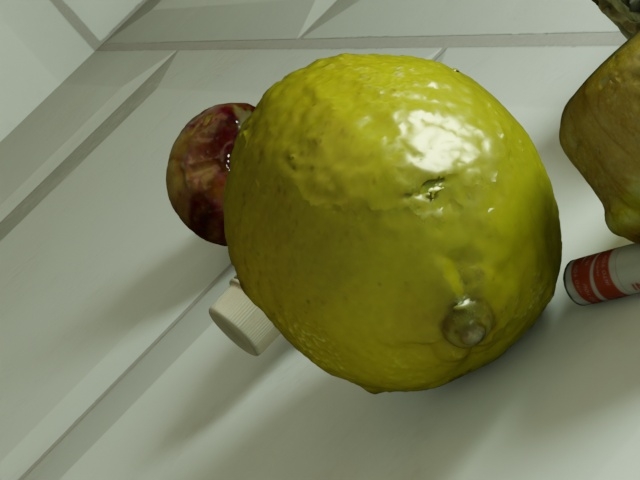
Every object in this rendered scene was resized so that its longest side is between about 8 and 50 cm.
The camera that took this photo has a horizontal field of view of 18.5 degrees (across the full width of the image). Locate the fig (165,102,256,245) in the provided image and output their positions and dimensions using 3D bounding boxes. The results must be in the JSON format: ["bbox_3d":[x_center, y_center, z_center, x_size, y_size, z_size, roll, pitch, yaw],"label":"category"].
[{"bbox_3d":[-0.117,-0.068,2.203,0.230,0.143,0.160,-7,74,58],"label":"fig"}]

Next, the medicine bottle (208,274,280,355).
[{"bbox_3d":[0.000,0.000,1.871,0.252,0.114,0.114,-47,20,-14],"label":"medicine bottle"}]

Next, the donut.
[{"bbox_3d":[0.282,-0.108,1.449,0.208,0.128,0.261,-45,-6,40],"label":"donut"}]

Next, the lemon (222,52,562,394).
[{"bbox_3d":[0.061,-0.014,1.562,0.268,0.268,0.322,-42,50,-1],"label":"lemon"}]

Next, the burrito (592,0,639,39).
[{"bbox_3d":[0.391,-0.275,1.681,0.332,0.135,0.190,-36,28,7],"label":"burrito"}]

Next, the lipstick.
[{"bbox_3d":[0.241,0.020,1.470,0.130,0.038,0.038,-18,30,50],"label":"lipstick"}]
